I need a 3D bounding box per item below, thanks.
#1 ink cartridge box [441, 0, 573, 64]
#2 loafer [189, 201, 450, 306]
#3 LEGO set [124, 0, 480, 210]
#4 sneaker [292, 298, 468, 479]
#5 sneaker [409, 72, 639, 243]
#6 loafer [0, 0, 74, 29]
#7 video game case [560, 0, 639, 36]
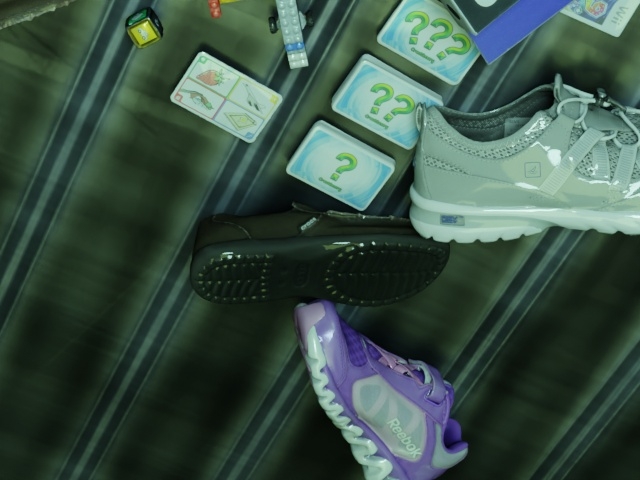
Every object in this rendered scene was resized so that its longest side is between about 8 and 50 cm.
[{"bbox_3d":[0.153,-0.238,0.856,0.206,0.045,0.208,-38,129,7],"label":"ink cartridge box"},{"bbox_3d":[0.000,0.000,1.038,0.220,0.078,0.080,1,136,-21],"label":"loafer"},{"bbox_3d":[-0.017,-0.134,0.964,0.244,0.060,0.182,28,117,-19],"label":"LEGO set"},{"bbox_3d":[0.057,0.130,1.116,0.105,0.095,0.236,-25,124,7],"label":"sneaker"},{"bbox_3d":[0.203,-0.070,0.977,0.281,0.105,0.115,-9,116,2],"label":"sneaker"},{"bbox_3d":[-0.297,-0.182,0.914,0.366,0.133,0.130,-14,158,7],"label":"loafer"},{"bbox_3d":[0.187,-0.209,0.944,0.122,0.011,0.087,21,119,-13],"label":"video game case"}]
